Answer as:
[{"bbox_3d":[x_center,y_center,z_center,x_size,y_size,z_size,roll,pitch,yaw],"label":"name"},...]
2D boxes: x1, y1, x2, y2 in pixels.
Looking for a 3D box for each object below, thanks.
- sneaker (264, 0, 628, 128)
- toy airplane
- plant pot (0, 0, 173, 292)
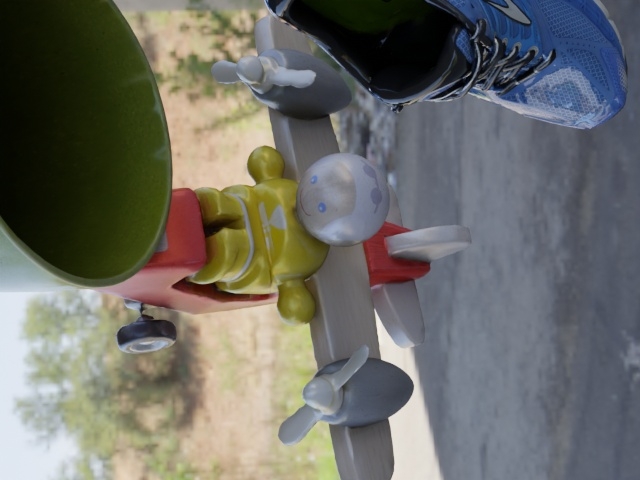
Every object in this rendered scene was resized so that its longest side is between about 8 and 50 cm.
[{"bbox_3d":[0.087,-0.138,0.787,0.130,0.330,0.147,-45,38,42],"label":"sneaker"},{"bbox_3d":[0.000,0.000,1.106,0.384,0.386,0.272,-54,9,-34],"label":"toy airplane"},{"bbox_3d":[-0.320,-0.068,0.928,0.275,0.293,0.275,41,-137,-52],"label":"plant pot"}]
